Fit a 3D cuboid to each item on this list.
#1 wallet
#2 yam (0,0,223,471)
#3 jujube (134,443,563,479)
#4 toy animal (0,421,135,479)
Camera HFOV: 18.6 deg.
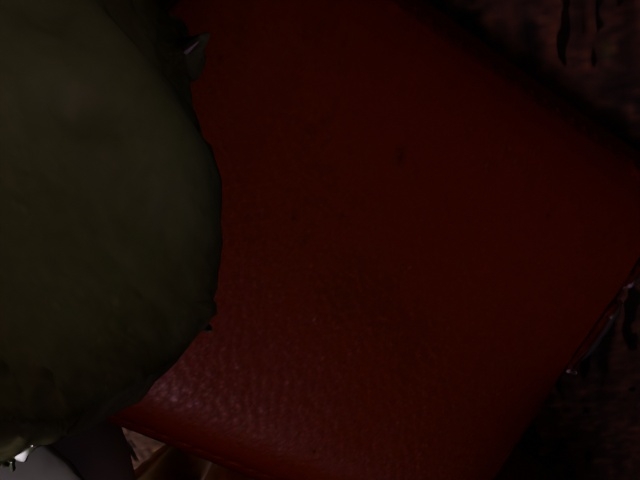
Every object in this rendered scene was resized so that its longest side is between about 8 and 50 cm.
[{"bbox_3d":[0.000,0.000,0.536,0.204,0.045,0.142,28,98,-44],"label":"wallet"},{"bbox_3d":[-0.187,0.003,0.420,0.300,0.195,0.195,-25,144,29],"label":"yam"},{"bbox_3d":[0.037,0.176,0.759,0.216,0.216,0.342,-16,154,17],"label":"jujube"},{"bbox_3d":[-0.120,0.084,0.579,0.166,0.138,0.179,-11,-167,8],"label":"toy animal"}]
